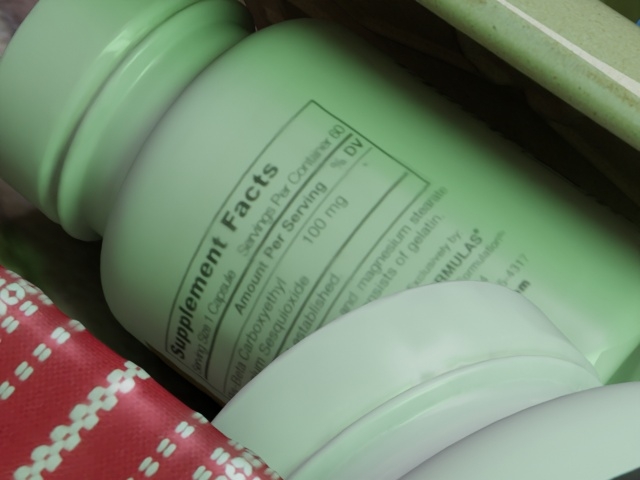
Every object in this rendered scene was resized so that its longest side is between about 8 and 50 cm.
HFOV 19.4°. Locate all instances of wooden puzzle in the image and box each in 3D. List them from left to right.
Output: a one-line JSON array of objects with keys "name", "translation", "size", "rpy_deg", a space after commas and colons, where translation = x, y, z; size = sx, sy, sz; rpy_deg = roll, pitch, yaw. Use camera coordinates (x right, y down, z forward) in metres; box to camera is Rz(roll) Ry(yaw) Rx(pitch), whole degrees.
[{"name": "wooden puzzle", "translation": [0.094, -0.057, 0.704], "size": [0.322, 0.080, 0.348], "rpy_deg": [37, -3, 17]}]

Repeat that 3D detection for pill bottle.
[{"name": "pill bottle", "translation": [0.000, 0.000, 0.638], "size": [0.229, 0.131, 0.131], "rpy_deg": [37, 31, 18]}, {"name": "pill bottle", "translation": [0.091, 0.158, 0.407], "size": [0.181, 0.181, 0.323], "rpy_deg": [-1, 39, -40]}]

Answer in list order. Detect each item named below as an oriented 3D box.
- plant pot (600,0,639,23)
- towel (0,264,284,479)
[{"name": "plant pot", "translation": [0.114, -0.188, 0.891], "size": [0.263, 0.263, 0.229], "rpy_deg": [5, 33, -33]}, {"name": "towel", "translation": [-0.114, 0.086, 0.354], "size": [0.275, 0.031, 0.199], "rpy_deg": [36, 71, 17]}]
